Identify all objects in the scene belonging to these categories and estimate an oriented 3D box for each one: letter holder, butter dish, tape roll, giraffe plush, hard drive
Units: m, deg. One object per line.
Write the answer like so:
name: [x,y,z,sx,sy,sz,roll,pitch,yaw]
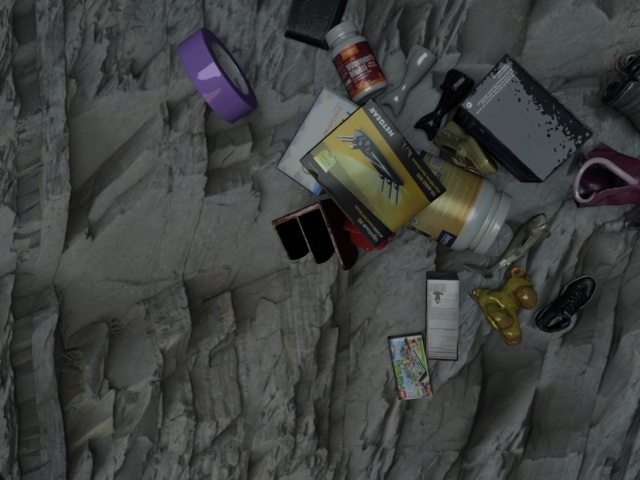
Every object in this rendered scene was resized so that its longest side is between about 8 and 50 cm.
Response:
letter holder: [0.000,0.000,1.573,0.151,0.302,0.215,-22,92,13]
butter dish: [0.155,-0.021,1.635,0.160,0.160,0.118,12,122,10]
tape roll: [-0.308,-0.498,1.592,0.090,0.275,0.275,-29,90,14]
giraffe plush: [0.571,0.181,1.568,0.170,0.181,0.210,-35,54,3]
hard drive: [-0.010,-0.737,1.614,0.171,0.054,0.255,21,100,9]

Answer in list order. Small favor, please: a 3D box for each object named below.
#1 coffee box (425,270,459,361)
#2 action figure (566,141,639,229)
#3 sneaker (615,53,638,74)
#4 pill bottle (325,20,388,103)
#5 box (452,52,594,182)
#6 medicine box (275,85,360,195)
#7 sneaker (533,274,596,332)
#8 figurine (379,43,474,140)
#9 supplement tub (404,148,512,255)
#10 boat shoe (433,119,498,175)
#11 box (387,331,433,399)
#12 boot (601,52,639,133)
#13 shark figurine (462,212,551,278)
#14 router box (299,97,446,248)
coffee box: [0.371,0.228,1.607,0.098,0.141,0.247,1,98,11]
action figure: [0.880,-0.155,1.402,0.370,0.275,0.248,19,94,23]
sneaker: [0.899,-0.463,1.447,0.161,0.075,0.057,34,102,6]
pill bottle: [0.106,-0.535,1.580,0.121,0.121,0.221,-26,91,13]
box: [0.531,-0.313,1.428,0.294,0.296,0.183,43,102,4]
medicine box: [0.024,-0.285,1.540,0.149,0.289,0.264,33,102,4]
sneaker: [0.733,0.197,1.537,0.079,0.121,0.217,45,103,3]
figurine: [0.311,-0.441,1.571,0.214,0.092,0.209,36,106,6]
supplement tub: [0.364,-0.108,1.523,0.316,0.228,0.228,26,101,8]
boat shoe: [0.409,-0.248,1.489,0.089,0.285,0.104,-42,118,15]
box: [0.291,0.407,1.698,0.114,0.036,0.207,-11,94,13]
boot: [0.939,-0.439,1.376,0.222,0.118,0.338,36,106,-18]
shark figurine: [0.572,0.003,1.577,0.278,0.166,0.116,-51,59,30]
router box: [0.135,-0.174,1.369,0.243,0.081,0.309,-40,100,10]
